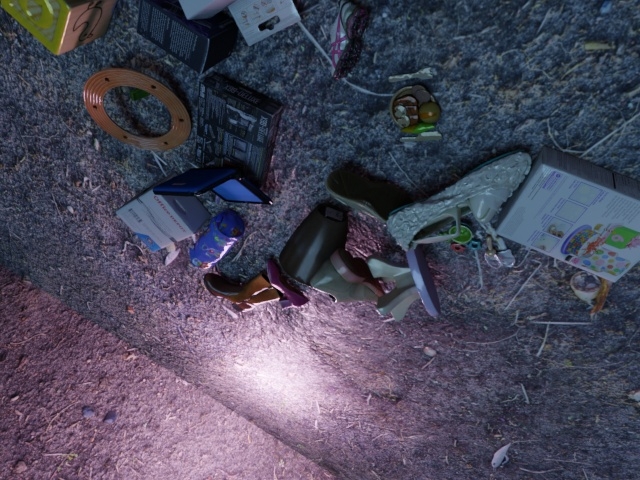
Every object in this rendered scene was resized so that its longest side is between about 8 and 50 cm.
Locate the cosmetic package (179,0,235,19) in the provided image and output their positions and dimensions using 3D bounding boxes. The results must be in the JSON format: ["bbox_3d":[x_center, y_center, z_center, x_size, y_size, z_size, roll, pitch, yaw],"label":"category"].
[{"bbox_3d":[-0.254,-0.730,0.957,0.285,0.097,0.376,-12,109,33],"label":"cosmetic package"}]

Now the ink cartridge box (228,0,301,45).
[{"bbox_3d":[-0.160,-0.624,1.087,0.181,0.056,0.224,-9,128,34],"label":"ink cartridge box"}]

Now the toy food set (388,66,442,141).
[{"bbox_3d":[0.239,-0.334,1.135,0.133,0.038,0.191,0,128,29],"label":"toy food set"}]

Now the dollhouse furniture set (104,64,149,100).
[{"bbox_3d":[-0.636,-0.520,1.458,0.152,0.059,0.076,38,147,21],"label":"dollhouse furniture set"}]

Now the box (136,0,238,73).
[{"bbox_3d":[-0.348,-0.561,1.170,0.207,0.153,0.108,32,136,-2],"label":"box"}]

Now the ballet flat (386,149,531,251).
[{"bbox_3d":[0.370,-0.082,1.171,0.409,0.147,0.147,-28,112,29],"label":"ballet flat"}]

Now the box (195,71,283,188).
[{"bbox_3d":[-0.265,-0.331,1.386,0.243,0.076,0.307,26,137,5],"label":"box"}]

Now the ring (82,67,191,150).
[{"bbox_3d":[-0.591,-0.422,1.446,0.337,0.032,0.336,4,148,2],"label":"ring"}]

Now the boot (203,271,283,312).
[{"bbox_3d":[-0.333,0.197,1.887,0.281,0.096,0.264,-26,113,41],"label":"boot"}]

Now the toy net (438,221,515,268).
[{"bbox_3d":[0.473,0.031,1.332,0.232,0.045,0.122,34,136,-3],"label":"toy net"}]

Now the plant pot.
[{"bbox_3d":[0.000,0.000,1.471,0.216,0.215,0.230,27,121,4],"label":"plant pot"}]

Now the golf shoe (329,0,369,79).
[{"bbox_3d":[0.058,-0.489,1.086,0.086,0.068,0.186,47,142,23],"label":"golf shoe"}]

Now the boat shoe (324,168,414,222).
[{"bbox_3d":[0.154,-0.122,1.340,0.303,0.109,0.098,22,173,-7],"label":"boat shoe"}]

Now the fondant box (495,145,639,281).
[{"bbox_3d":[0.655,-0.061,1.115,0.331,0.096,0.238,25,136,8],"label":"fondant box"}]

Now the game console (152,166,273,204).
[{"bbox_3d":[-0.352,-0.145,1.450,0.293,0.250,0.173,7,124,45],"label":"game console"}]

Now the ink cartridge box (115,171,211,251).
[{"bbox_3d":[-0.619,-0.105,1.745,0.308,0.129,0.223,-17,118,38],"label":"ink cartridge box"}]

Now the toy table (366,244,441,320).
[{"bbox_3d":[0.266,0.134,1.420,0.161,0.252,0.274,-19,100,21],"label":"toy table"}]

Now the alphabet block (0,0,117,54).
[{"bbox_3d":[-0.721,-0.677,1.236,0.193,0.197,0.192,42,136,-12],"label":"alphabet block"}]

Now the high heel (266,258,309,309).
[{"bbox_3d":[-0.134,0.169,1.785,0.117,0.082,0.243,-16,110,5],"label":"high heel"}]

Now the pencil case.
[{"bbox_3d":[-0.413,0.001,1.733,0.133,0.119,0.306,27,139,-23],"label":"pencil case"}]

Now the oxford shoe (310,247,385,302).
[{"bbox_3d":[0.096,0.139,1.460,0.147,0.140,0.397,-37,146,13],"label":"oxford shoe"}]
